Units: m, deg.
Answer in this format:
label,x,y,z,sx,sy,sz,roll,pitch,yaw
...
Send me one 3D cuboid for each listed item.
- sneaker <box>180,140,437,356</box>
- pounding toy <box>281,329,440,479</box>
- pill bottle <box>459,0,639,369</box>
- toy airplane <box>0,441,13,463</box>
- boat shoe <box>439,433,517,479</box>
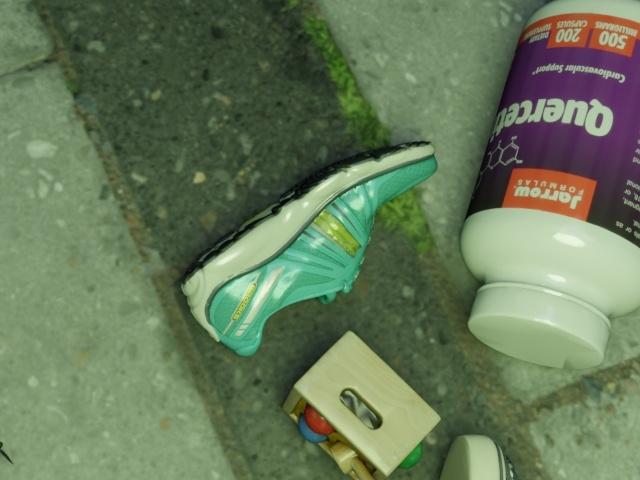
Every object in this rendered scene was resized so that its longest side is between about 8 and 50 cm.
label,x,y,z,sx,sy,sz,roll,pitch,yaw
sneaker,0.000,0.000,1.262,0.275,0.107,0.110,-36,99,-12
pounding toy,0.035,0.169,1.179,0.141,0.130,0.100,44,72,7
pill bottle,0.238,-0.053,1.250,0.182,0.181,0.322,19,71,-1
toy airplane,-0.328,0.230,1.166,0.151,0.028,0.151,2,71,-6
boat shoe,0.184,0.339,1.158,0.158,0.127,0.340,3,81,-11
